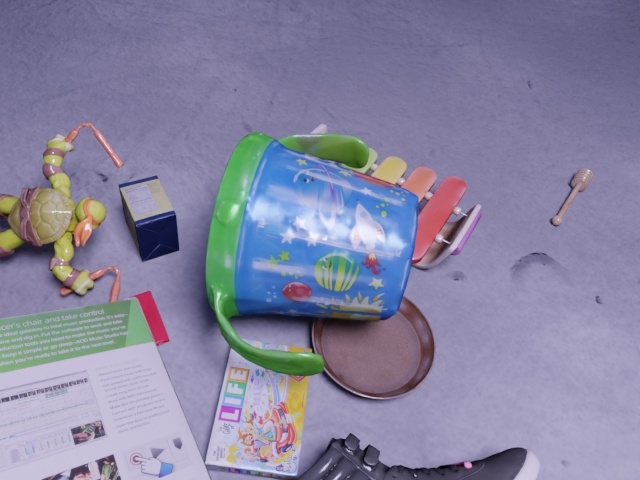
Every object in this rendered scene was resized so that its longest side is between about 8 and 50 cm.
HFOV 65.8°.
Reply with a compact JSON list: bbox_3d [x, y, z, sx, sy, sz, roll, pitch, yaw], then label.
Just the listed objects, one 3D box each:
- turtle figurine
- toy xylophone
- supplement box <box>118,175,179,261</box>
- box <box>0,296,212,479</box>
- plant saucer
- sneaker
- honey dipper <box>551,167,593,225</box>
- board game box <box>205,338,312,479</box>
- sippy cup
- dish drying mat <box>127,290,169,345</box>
[{"bbox_3d":[-0.368,-0.014,0.645,0.217,0.087,0.270,-8,89,6],"label":"turtle figurine"},{"bbox_3d":[0.080,-0.051,0.785,0.322,0.081,0.236,24,52,10],"label":"toy xylophone"},{"bbox_3d":[-0.247,-0.032,0.714,0.056,0.083,0.083,-19,57,-25],"label":"supplement box"},{"bbox_3d":[-0.249,0.210,0.490,0.232,0.059,0.322,-5,50,-41],"label":"box"},{"bbox_3d":[0.070,0.136,0.667,0.168,0.029,0.169,5,50,-6],"label":"plant saucer"},{"bbox_3d":[0.090,0.255,0.524,0.295,0.105,0.147,-21,63,-19],"label":"sneaker"},{"bbox_3d":[0.458,-0.078,0.907,0.030,0.031,0.160,35,58,18],"label":"honey dipper"},{"bbox_3d":[-0.070,0.198,0.595,0.103,0.026,0.154,8,51,-2],"label":"board game box"},{"bbox_3d":[0.000,0.000,0.626,0.223,0.240,0.306,12,91,5],"label":"sippy cup"},{"bbox_3d":[-0.229,0.105,0.656,0.032,0.008,0.083,-19,56,-24],"label":"dish drying mat"}]
